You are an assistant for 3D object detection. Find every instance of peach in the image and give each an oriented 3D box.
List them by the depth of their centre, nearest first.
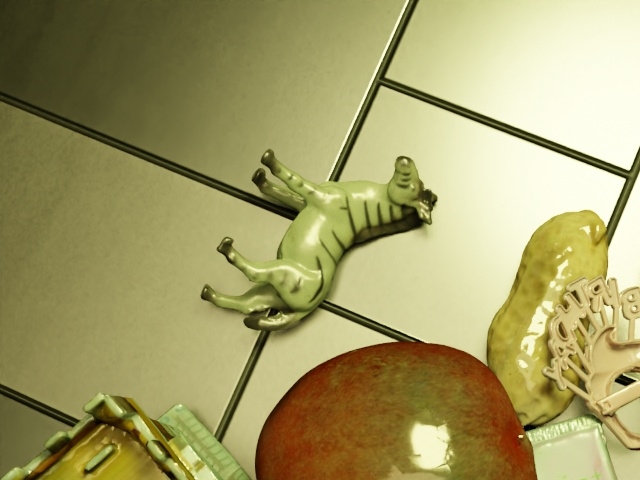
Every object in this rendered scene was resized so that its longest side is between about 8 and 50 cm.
[{"bbox_3d":[0.069,0.209,1.093,0.252,0.252,0.252,-1,78,7],"label":"peach"}]

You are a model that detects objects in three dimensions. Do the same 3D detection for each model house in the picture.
[{"bbox_3d":[-0.177,0.269,1.120,0.224,0.215,0.198,-41,73,-2],"label":"model house"}]

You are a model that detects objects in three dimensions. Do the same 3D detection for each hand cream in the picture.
[{"bbox_3d":[0.243,0.291,1.095,0.079,0.050,0.275,-9,72,-19],"label":"hand cream"}]

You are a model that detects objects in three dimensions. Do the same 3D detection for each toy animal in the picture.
[{"bbox_3d":[0.000,-0.001,1.232,0.176,0.073,0.217,28,87,-3],"label":"toy animal"}]

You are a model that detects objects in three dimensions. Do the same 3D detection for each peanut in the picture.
[{"bbox_3d":[0.210,0.068,1.176,0.099,0.099,0.214,19,82,11],"label":"peanut"}]

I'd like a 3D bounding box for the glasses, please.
[{"bbox_3d":[0.313,0.081,1.131,0.255,0.095,0.162,-24,78,-26],"label":"glasses"}]
